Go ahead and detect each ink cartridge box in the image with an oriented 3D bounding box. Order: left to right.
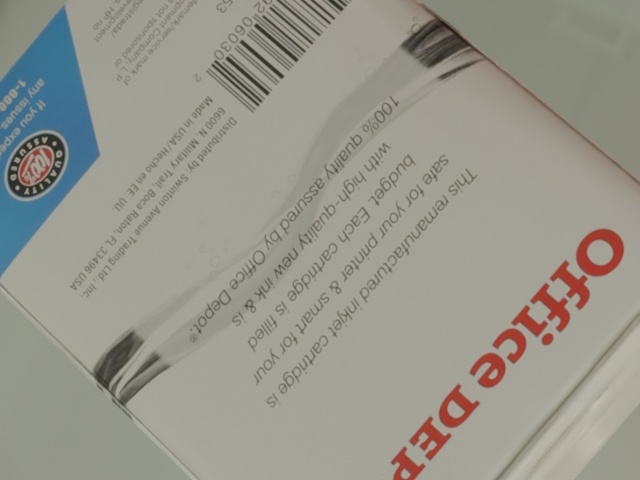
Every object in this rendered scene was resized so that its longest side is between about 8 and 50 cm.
[{"bbox_3d":[0.000,0.000,0.572,0.191,0.139,0.082,42,-177,20],"label":"ink cartridge box"}]
